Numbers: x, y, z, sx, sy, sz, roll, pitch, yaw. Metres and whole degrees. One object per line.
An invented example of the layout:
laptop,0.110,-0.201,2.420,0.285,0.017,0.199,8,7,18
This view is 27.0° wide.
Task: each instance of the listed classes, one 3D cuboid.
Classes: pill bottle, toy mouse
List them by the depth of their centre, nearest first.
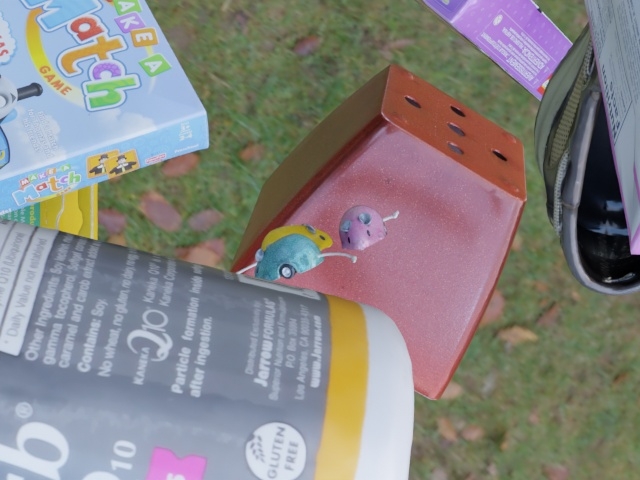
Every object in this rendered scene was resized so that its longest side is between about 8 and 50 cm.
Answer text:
pill bottle,-0.117,0.074,0.507,0.278,0.162,0.162,13,106,-9
toy mouse,0.000,0.000,1.074,0.161,0.143,0.031,-20,98,-13

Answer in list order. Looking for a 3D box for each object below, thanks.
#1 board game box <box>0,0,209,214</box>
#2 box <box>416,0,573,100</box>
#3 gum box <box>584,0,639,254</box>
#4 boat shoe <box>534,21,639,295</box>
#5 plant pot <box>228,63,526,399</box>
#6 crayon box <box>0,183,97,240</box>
board game box,-0.194,-0.088,0.792,0.211,0.160,0.039,-20,146,-16
box,0.064,-0.243,1.090,0.057,0.293,0.201,-50,151,10
gum box,0.140,-0.083,0.409,0.107,0.188,0.062,-2,151,-2
boat shoe,0.193,-0.103,0.634,0.132,0.130,0.355,7,140,0
plant pot,0.087,-0.035,1.480,0.267,0.267,0.236,30,115,-7
crayon box,-0.335,0.006,1.351,0.083,0.323,0.203,18,67,-59
